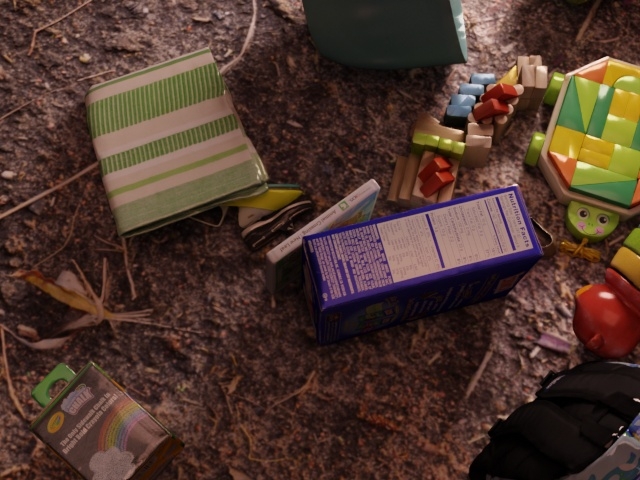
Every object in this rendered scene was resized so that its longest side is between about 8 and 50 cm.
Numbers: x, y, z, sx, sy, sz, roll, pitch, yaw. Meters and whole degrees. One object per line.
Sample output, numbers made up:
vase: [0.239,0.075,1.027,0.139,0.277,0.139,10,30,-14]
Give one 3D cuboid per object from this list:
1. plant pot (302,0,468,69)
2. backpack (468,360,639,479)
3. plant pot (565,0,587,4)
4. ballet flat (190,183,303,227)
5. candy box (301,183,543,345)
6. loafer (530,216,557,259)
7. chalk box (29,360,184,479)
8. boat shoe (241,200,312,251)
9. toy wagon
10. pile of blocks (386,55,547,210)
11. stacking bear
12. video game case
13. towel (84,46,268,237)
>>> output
plant pot: [0.098,-0.412,1.668,0.235,0.293,0.292,-9,70,14]
backpack: [0.384,0.290,1.367,0.290,0.355,0.273,-37,75,-13]
plant pot: [0.508,-0.547,1.736,0.293,0.275,0.274,-42,75,3]
ballet flat: [-0.144,-0.059,1.652,0.231,0.077,0.077,4,90,5]
candy box: [0.137,0.042,1.503,0.317,0.268,0.122,-13,75,-5]
loafer: [0.316,-0.023,1.639,0.148,0.050,0.056,27,73,9]
chalk box: [-0.326,0.273,1.498,0.213,0.132,0.132,39,76,14]
boat shoe: [-0.065,-0.023,1.645,0.125,0.046,0.038,-27,72,-6]
toy wagon: [0.475,-0.131,1.668,0.267,0.068,0.344,19,71,7]
pile of blocks: [0.240,-0.198,1.670,0.149,0.112,0.362,38,74,13]
stacking bear: [0.498,0.057,1.539,0.289,0.175,0.164,-45,82,5]
video game case: [0.000,0.000,1.548,0.193,0.212,0.023,-36,79,-11]
towel: [-0.245,-0.166,1.663,0.248,0.038,0.324,-19,56,-7]
